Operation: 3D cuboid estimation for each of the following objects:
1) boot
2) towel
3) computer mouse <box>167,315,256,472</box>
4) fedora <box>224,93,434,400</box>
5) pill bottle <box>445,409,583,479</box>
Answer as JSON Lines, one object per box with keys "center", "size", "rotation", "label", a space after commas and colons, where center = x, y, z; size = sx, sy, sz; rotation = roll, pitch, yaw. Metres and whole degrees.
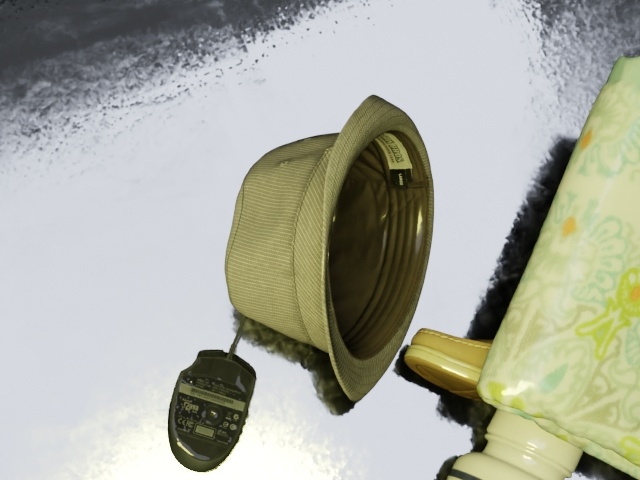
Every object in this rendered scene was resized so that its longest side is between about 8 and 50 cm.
{"center": [0.216, 0.055, 1.516], "size": [0.262, 0.095, 0.203], "rotation": [13, 82, -7], "label": "boot"}
{"center": [0.346, 0.062, 1.463], "size": [0.374, 0.090, 0.320], "rotation": [28, 76, -19], "label": "towel"}
{"center": [-0.081, 0.092, 1.537], "size": [0.071, 0.041, 0.242], "rotation": [21, 74, -8], "label": "computer mouse"}
{"center": [0.000, 0.000, 1.462], "size": [0.124, 0.243, 0.275], "rotation": [4, 39, 23], "label": "fedora"}
{"center": [0.153, 0.246, 1.480], "size": [0.112, 0.112, 0.186], "rotation": [27, 82, 2], "label": "pill bottle"}
